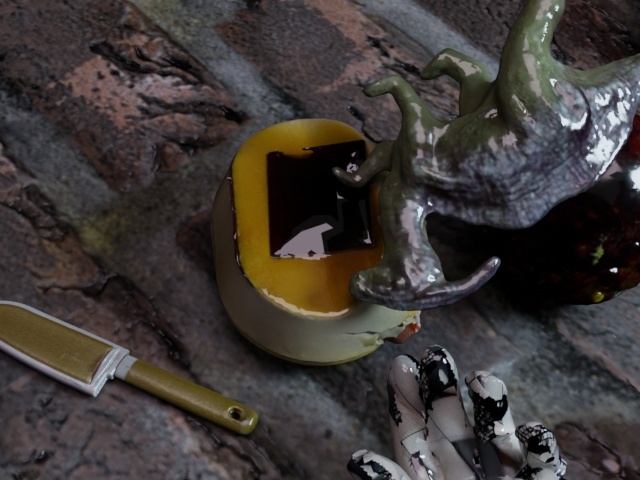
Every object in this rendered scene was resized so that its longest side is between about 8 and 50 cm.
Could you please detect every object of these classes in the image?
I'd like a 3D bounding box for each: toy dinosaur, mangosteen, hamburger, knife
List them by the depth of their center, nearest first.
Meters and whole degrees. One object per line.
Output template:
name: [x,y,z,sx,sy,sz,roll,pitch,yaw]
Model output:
toy dinosaur: [0.118,-0.076,0.695,0.294,0.077,0.162,-44,72,5]
knife: [-0.167,0.095,0.738,0.256,0.022,0.046,21,57,12]
hamburger: [0.000,0.000,0.776,0.173,0.116,0.210,-10,56,-2]
mangosteen: [0.207,-0.039,0.788,0.172,0.172,0.184,0,44,-4]

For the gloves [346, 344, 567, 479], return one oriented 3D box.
gloves: [0.105,0.173,0.648,0.127,0.111,0.212,-30,59,3]
